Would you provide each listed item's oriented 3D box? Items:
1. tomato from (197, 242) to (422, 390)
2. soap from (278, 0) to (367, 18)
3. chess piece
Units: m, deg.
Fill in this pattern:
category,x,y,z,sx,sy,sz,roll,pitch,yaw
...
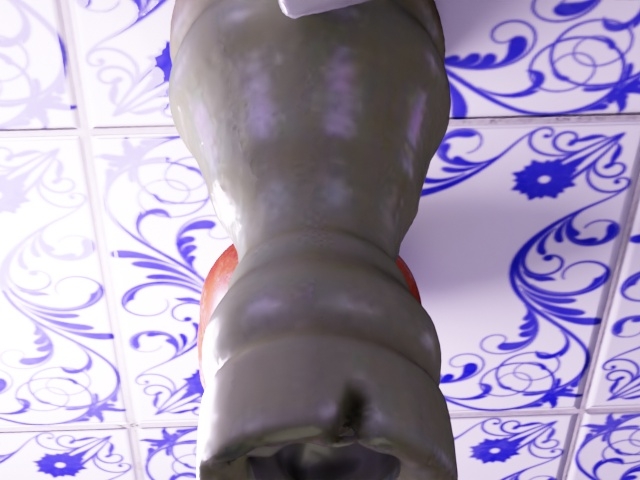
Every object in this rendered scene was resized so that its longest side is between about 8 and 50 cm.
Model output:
category,x,y,z,sx,sy,sz,roll,pitch,yaw
tomato,-0.007,0.096,1.572,0.232,0.188,0.232,-2,146,-2
soap,0.007,-0.256,1.156,0.121,0.064,0.183,-11,119,13
chess piece,0.000,0.000,1.232,0.234,0.442,0.234,-2,142,-2
